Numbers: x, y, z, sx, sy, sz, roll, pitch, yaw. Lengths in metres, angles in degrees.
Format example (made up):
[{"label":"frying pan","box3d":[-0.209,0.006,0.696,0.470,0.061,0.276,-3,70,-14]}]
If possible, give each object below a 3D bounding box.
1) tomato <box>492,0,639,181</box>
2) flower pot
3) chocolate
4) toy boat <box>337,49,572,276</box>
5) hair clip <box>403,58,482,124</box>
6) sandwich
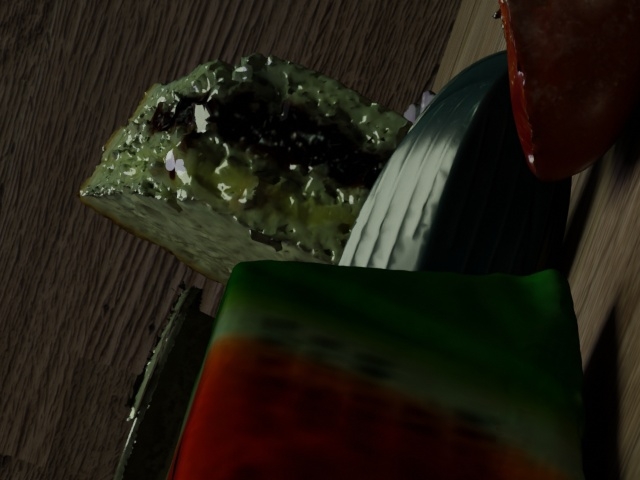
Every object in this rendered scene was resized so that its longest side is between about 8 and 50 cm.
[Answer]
[{"label":"tomato","box3d":[0.131,-0.112,0.856,0.139,0.091,0.159,32,-131,-81]},{"label":"flower pot","box3d":[-0.074,0.210,1.805,0.290,0.259,0.290,18,-90,-89]},{"label":"chocolate","box3d":[-0.017,0.212,0.687,0.341,0.161,0.360,-81,9,-67]},{"label":"toy boat","box3d":[0.067,0.034,0.969,0.296,0.114,0.122,-71,-19,2]},{"label":"hair clip","box3d":[0.101,-0.103,1.643,0.292,0.084,0.106,-29,35,53]},{"label":"sandwich","box3d":[-0.014,-0.025,1.308,0.131,0.262,0.325,-62,20,-11]}]
